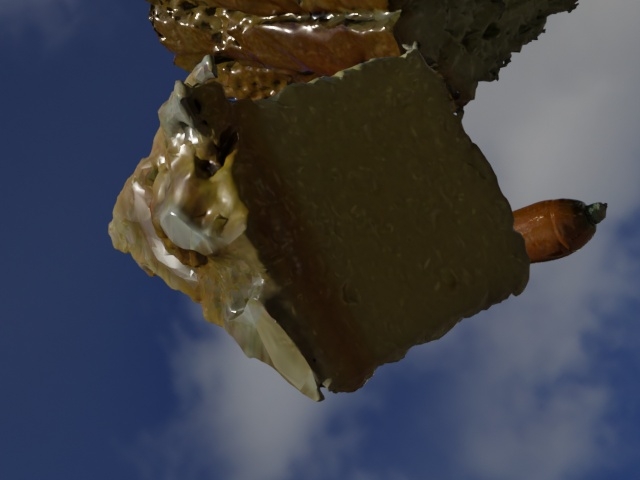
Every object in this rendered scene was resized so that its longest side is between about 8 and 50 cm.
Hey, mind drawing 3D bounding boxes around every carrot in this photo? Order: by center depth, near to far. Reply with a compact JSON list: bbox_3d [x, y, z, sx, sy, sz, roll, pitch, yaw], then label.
[{"bbox_3d":[0.100,0.004,1.063,0.142,0.035,0.035,-18,-30,23],"label":"carrot"}]

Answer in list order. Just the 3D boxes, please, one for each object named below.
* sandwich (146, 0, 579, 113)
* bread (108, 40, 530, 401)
[{"bbox_3d":[0.072,-0.222,1.241,0.325,0.262,0.131,-42,-59,-29],"label":"sandwich"},{"bbox_3d":[0.000,0.000,0.813,0.147,0.152,0.127,-20,-24,-35],"label":"bread"}]
